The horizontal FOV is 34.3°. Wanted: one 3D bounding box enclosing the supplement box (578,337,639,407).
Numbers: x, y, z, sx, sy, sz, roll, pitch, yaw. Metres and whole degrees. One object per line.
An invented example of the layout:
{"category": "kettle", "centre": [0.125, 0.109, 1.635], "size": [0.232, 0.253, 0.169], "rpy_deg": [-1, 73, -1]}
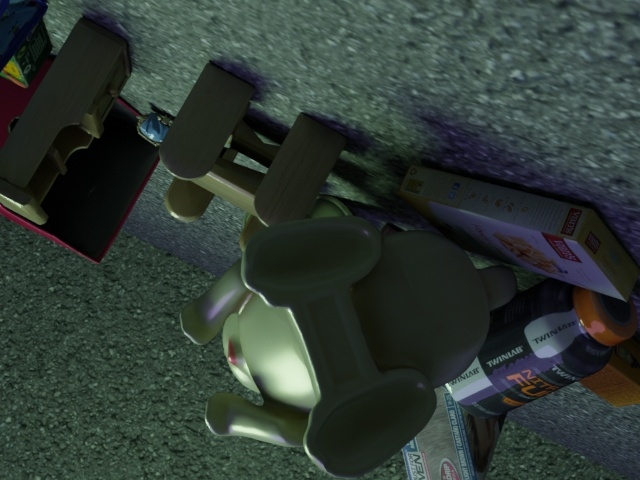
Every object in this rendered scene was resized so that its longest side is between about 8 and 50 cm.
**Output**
{"category": "supplement box", "centre": [0.379, 0.153, 1.458], "size": [0.233, 0.078, 0.080], "rpy_deg": [33, 142, -27]}

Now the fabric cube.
{"category": "fabric cube", "centre": [-0.468, -0.153, 1.750], "size": [0.258, 0.254, 0.259], "rpy_deg": [23, 170, 35]}

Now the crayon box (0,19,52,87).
{"category": "crayon box", "centre": [-0.552, -0.349, 1.480], "size": [0.318, 0.081, 0.202], "rpy_deg": [29, 170, -4]}

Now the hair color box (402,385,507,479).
{"category": "hair color box", "centre": [0.206, 0.222, 1.556], "size": [0.105, 0.174, 0.347], "rpy_deg": [-9, -167, 21]}

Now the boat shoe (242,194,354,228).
{"category": "boat shoe", "centre": [-0.002, 0.004, 1.651], "size": [0.113, 0.127, 0.340], "rpy_deg": [32, 170, -33]}

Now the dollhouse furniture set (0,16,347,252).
{"category": "dollhouse furniture set", "centre": [-0.208, -0.079, 1.406], "size": [0.394, 0.256, 0.362], "rpy_deg": [29, 170, -4]}

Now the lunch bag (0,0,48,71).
{"category": "lunch bag", "centre": [-0.518, -0.246, 1.288], "size": [0.221, 0.293, 0.138], "rpy_deg": [28, 170, 1]}

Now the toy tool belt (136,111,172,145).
{"category": "toy tool belt", "centre": [-0.249, -0.174, 1.635], "size": [0.083, 0.052, 0.051], "rpy_deg": [27, 178, 3]}

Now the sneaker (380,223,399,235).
{"category": "sneaker", "centre": [0.112, 0.019, 1.630], "size": [0.070, 0.051, 0.134], "rpy_deg": [33, 166, 2]}

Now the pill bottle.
{"category": "pill bottle", "centre": [0.275, 0.126, 1.303], "size": [0.130, 0.130, 0.246], "rpy_deg": [32, 137, -22]}

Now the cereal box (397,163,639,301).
{"category": "cereal box", "centre": [0.226, -0.010, 1.185], "size": [0.240, 0.047, 0.173], "rpy_deg": [19, 168, 41]}

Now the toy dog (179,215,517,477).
{"category": "toy dog", "centre": [0.010, 0.100, 1.334], "size": [0.284, 0.395, 0.408], "rpy_deg": [62, 156, -3]}
